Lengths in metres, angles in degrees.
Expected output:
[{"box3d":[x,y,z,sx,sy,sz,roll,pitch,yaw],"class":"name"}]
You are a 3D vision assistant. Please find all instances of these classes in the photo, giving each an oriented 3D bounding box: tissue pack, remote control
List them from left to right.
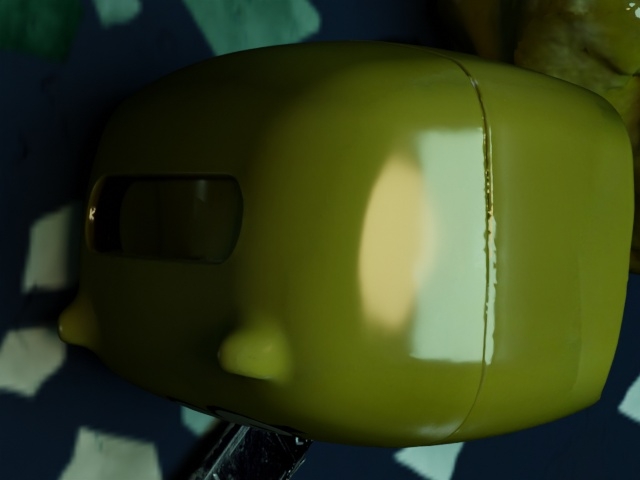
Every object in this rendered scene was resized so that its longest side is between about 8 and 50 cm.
[{"box3d":[-0.027,0.080,0.685,0.096,0.014,0.039,-52,130,-36],"class":"remote control"},{"box3d":[0.000,0.000,0.585,0.127,0.178,0.123,3,90,-32],"class":"tissue pack"}]

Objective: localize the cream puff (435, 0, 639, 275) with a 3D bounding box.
[{"box3d":[0.177,-0.111,0.785,0.282,0.185,0.282,-12,106,-49],"class":"cream puff"}]
